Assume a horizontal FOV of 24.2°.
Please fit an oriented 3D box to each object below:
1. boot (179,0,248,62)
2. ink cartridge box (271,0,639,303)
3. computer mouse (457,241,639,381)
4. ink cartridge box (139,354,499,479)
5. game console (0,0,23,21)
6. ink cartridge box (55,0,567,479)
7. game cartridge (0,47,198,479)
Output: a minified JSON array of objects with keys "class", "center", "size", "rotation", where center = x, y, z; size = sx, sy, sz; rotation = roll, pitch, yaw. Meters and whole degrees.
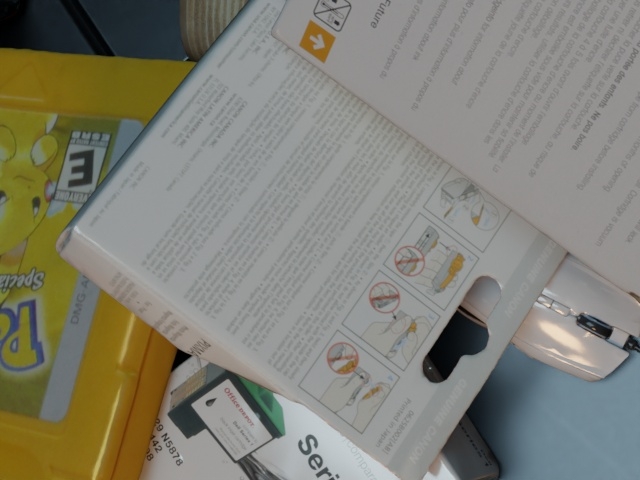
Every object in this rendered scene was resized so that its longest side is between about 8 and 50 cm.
[{"class":"boot","center":[0.026,-0.234,0.895],"size":[0.220,0.109,0.283],"rotation":[3,89,21]},{"class":"ink cartridge box","center":[0.160,-0.139,0.707],"size":[0.307,0.072,0.304],"rotation":[36,123,12]},{"class":"computer mouse","center":[0.147,0.046,0.869],"size":[0.193,0.042,0.106],"rotation":[27,96,19]},{"class":"ink cartridge box","center":[-0.029,0.137,0.896],"size":[0.219,0.092,0.160],"rotation":[-37,75,13]},{"class":"game console","center":[-0.277,-0.197,1.015],"size":[0.144,0.124,0.085],"rotation":[10,116,20]},{"class":"ink cartridge box","center":[0.000,0.000,0.840],"size":[0.232,0.066,0.189],"rotation":[39,68,-9]},{"class":"game cartridge","center":[-0.210,0.036,0.929],"size":[0.285,0.052,0.324],"rotation":[8,75,31]}]
